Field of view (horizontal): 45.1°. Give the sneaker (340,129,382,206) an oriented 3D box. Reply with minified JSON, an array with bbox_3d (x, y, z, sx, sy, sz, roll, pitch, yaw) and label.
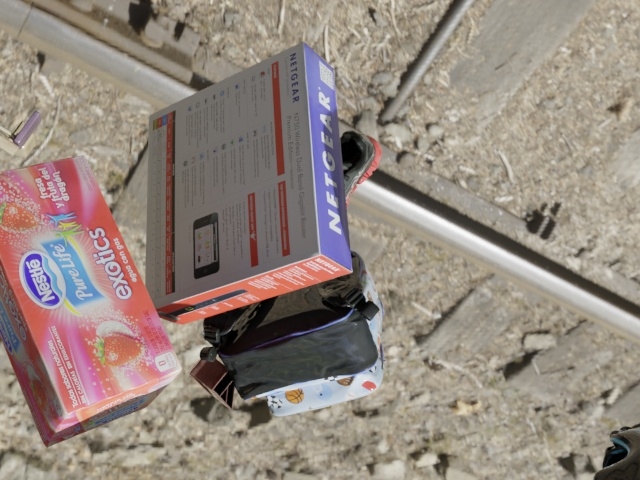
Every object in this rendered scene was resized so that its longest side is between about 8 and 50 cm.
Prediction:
[{"bbox_3d":[0.022,-0.110,1.575,0.276,0.098,0.135,-58,159,-2],"label":"sneaker"}]

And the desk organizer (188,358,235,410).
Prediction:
[{"bbox_3d":[-0.165,0.231,1.257,0.047,0.050,0.130,-50,157,-16],"label":"desk organizer"}]

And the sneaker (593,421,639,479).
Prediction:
[{"bbox_3d":[0.416,0.242,0.925,0.140,0.341,0.125,2,98,28],"label":"sneaker"}]

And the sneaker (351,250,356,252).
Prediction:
[{"bbox_3d":[0.000,0.000,1.690,0.221,0.087,0.083,25,158,-32],"label":"sneaker"}]

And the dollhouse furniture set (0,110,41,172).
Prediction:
[{"bbox_3d":[-0.372,-0.115,0.858,0.081,0.114,0.091,33,76,-13],"label":"dollhouse furniture set"}]

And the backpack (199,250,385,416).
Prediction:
[{"bbox_3d":[-0.012,0.132,1.221,0.277,0.263,0.213,-13,118,15],"label":"backpack"}]

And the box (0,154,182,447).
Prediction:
[{"bbox_3d":[-0.307,0.070,0.924,0.142,0.300,0.154,-18,164,-35],"label":"box"}]

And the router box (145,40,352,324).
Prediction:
[{"bbox_3d":[-0.115,-0.077,1.110,0.301,0.335,0.082,-18,152,28],"label":"router box"}]
